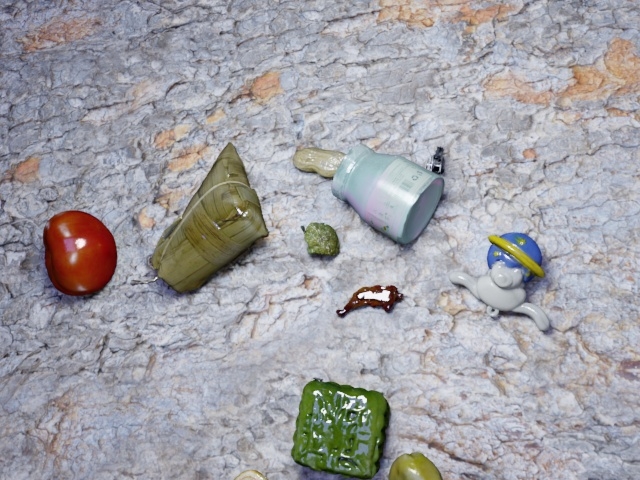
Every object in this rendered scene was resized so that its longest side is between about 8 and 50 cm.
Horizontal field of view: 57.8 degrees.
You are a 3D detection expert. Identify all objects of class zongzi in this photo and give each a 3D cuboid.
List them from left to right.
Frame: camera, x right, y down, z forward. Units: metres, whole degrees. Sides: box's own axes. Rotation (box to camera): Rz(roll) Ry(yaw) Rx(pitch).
[{"bbox_3d":[-0.433,-0.064,2.025,0.500,0.218,0.467,-36,40,12],"label":"zongzi"}]

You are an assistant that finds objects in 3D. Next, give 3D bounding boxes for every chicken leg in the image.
[{"bbox_3d":[0.152,0.185,1.818,0.219,0.048,0.089,-8,66,11],"label":"chicken leg"}]

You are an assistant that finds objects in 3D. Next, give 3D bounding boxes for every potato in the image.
[{"bbox_3d":[0.262,0.678,1.565,0.154,0.137,0.200,-13,70,10],"label":"potato"}]

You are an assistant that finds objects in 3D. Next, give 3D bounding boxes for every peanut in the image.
[{"bbox_3d":[0.003,-0.268,1.997,0.214,0.090,0.099,14,85,21],"label":"peanut"}]

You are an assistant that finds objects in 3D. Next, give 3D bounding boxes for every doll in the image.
[{"bbox_3d":[0.566,0.113,1.680,0.242,0.159,0.311,-45,70,-5],"label":"doll"}]

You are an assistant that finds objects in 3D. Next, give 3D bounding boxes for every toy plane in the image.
[{"bbox_3d":[0.371,-0.252,1.871,0.053,0.197,0.078,9,110,18],"label":"toy plane"}]

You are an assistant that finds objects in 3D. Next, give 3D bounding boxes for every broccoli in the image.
[{"bbox_3d":[0.000,0.000,1.892,0.130,0.131,0.120,57,131,22],"label":"broccoli"}]

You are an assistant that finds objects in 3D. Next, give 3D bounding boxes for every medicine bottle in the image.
[{"bbox_3d":[0.205,-0.157,1.826,0.290,0.245,0.245,33,81,24],"label":"medicine bottle"}]

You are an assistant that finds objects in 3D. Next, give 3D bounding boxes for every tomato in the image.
[{"bbox_3d":[-0.830,0.040,2.019,0.226,0.298,0.298,-8,62,-32],"label":"tomato"}]

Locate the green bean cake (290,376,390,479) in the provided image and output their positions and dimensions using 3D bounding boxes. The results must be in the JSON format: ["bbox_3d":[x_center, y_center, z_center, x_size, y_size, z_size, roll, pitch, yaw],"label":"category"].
[{"bbox_3d":[0.061,0.537,1.658,0.250,0.156,0.247,8,74,16],"label":"green bean cake"}]

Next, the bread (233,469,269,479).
[{"bbox_3d":[-0.192,0.744,1.691,0.122,0.073,0.149,-46,67,-7],"label":"bread"}]
